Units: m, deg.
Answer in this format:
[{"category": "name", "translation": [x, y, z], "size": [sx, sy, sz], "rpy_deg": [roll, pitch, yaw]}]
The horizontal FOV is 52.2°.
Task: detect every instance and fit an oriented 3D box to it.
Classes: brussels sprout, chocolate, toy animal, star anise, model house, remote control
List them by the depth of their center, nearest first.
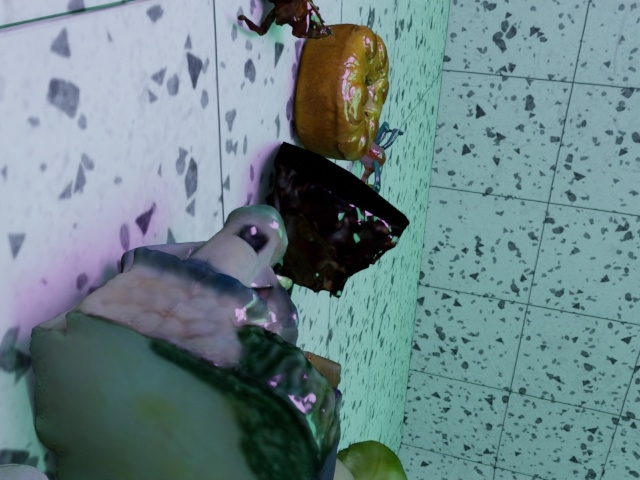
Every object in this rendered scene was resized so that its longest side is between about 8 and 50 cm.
[{"category": "model house", "translation": [-0.085, 0.134, 0.614], "size": [0.284, 0.243, 0.299], "rpy_deg": [-59, 164, -58]}, {"category": "star anise", "translation": [-0.049, -0.286, 0.805], "size": [0.098, 0.070, 0.190], "rpy_deg": [69, 24, -9]}, {"category": "chocolate", "translation": [-0.010, -0.009, 0.945], "size": [0.206, 0.224, 0.177], "rpy_deg": [11, 114, -51]}, {"category": "remote control", "translation": [-0.063, 0.066, 1.062], "size": [0.096, 0.014, 0.039], "rpy_deg": [59, 43, -65]}, {"category": "toy animal", "translation": [0.115, -0.152, 1.410], "size": [0.103, 0.100, 0.209], "rpy_deg": [34, -76, 65]}, {"category": "brussels sprout", "translation": [0.087, 0.634, 1.549], "size": [0.328, 0.247, 0.328], "rpy_deg": [-33, 132, -48]}]

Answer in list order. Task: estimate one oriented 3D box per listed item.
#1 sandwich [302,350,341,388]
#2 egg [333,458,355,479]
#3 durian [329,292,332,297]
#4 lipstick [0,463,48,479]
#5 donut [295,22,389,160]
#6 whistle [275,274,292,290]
[{"category": "sandwich", "translation": [-0.039, 0.233, 1.080], "size": [0.186, 0.108, 0.220], "rpy_deg": [-50, 143, -62]}, {"category": "egg", "translation": [-0.033, 0.469, 1.091], "size": [0.254, 0.188, 0.189], "rpy_deg": [-49, 146, -54]}, {"category": "durian", "translation": [0.000, 0.000, 1.083], "size": [0.086, 0.100, 0.216], "rpy_deg": [70, 26, -55]}, {"category": "lipstick", "translation": [-0.228, 0.314, 0.506], "size": [0.076, 0.076, 0.305], "rpy_deg": [-50, 146, -61]}, {"category": "donut", "translation": [0.038, -0.235, 1.049], "size": [0.226, 0.113, 0.227], "rpy_deg": [10, 90, -75]}, {"category": "whistle", "translation": [-0.086, 0.077, 0.849], "size": [0.105, 0.085, 0.228], "rpy_deg": [58, 43, -81]}]
